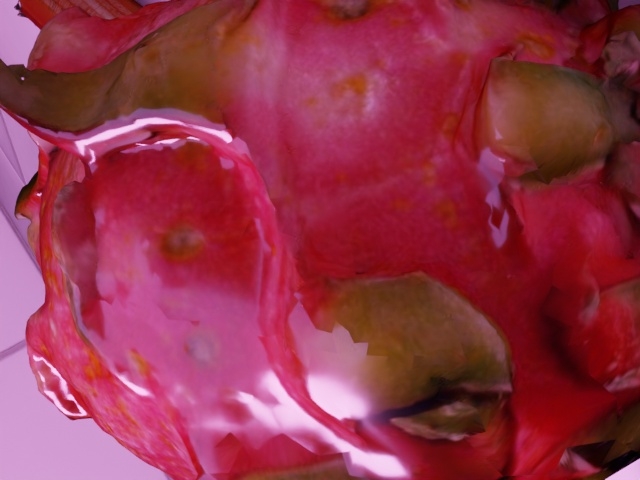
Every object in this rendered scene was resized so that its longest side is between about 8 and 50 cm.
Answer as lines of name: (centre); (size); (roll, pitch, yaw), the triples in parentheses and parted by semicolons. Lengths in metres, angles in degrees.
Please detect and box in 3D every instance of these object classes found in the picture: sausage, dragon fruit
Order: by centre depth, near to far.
dragon fruit: (0.008, -0.003, 0.508); (0.303, 0.237, 0.231); (-18, 98, 44)
sausage: (-0.164, -0.159, 1.086); (0.264, 0.083, 0.083); (43, 156, 45)
